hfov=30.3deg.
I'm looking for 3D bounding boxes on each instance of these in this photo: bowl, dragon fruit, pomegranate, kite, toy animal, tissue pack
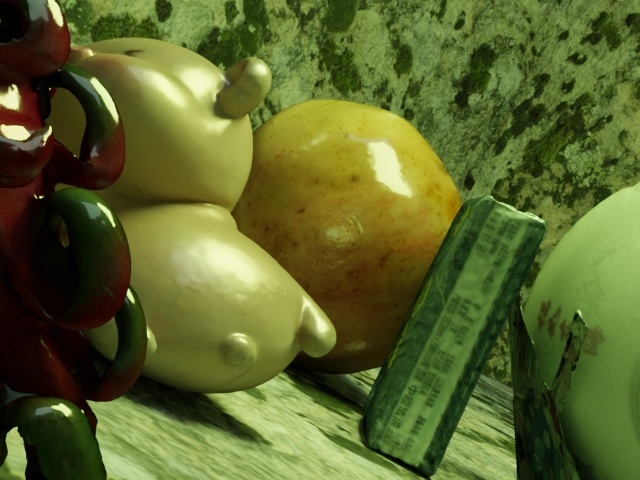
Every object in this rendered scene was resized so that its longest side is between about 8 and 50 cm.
[{"bbox_3d":[0.392,0.140,1.124,0.435,0.435,0.196,28,7,12],"label":"bowl"},{"bbox_3d":[-0.175,-0.031,0.493,0.272,0.198,0.218,27,27,3],"label":"dragon fruit"},{"bbox_3d":[0.000,0.000,1.366,0.338,0.338,0.338,28,1,0],"label":"pomegranate"},{"bbox_3d":[0.225,0.173,1.144,0.011,0.335,0.314,-7,-37,-9],"label":"kite"},{"bbox_3d":[-0.150,-0.051,0.887,0.345,0.247,0.277,29,3,42],"label":"toy animal"},{"bbox_3d":[0.124,0.084,1.150,0.081,0.257,0.185,25,2,2],"label":"tissue pack"}]
